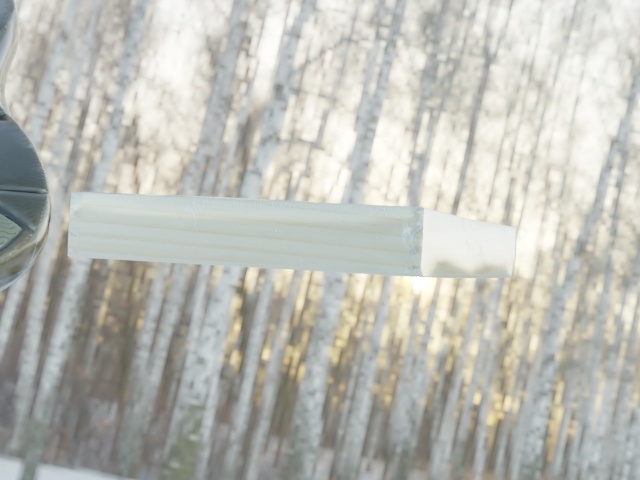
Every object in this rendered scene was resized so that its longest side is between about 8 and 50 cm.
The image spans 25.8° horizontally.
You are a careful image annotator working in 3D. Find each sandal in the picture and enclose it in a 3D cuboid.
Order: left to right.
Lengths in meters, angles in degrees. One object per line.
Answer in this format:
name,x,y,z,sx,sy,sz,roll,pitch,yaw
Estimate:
sandal,-0.143,-0.038,0.510,0.090,0.060,0.219,-10,39,-20

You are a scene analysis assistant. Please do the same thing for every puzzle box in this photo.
puzzle box,0.000,0.000,1.175,0.272,0.052,0.409,2,-1,16
